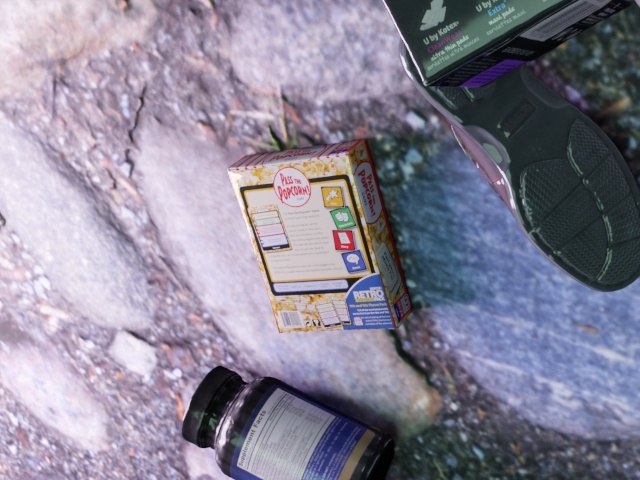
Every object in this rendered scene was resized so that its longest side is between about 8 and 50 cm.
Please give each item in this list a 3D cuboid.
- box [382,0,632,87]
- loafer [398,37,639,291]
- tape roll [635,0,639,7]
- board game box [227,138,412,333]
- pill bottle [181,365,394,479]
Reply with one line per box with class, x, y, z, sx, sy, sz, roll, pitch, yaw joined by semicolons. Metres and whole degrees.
box;0.100;-0.265;0.839;0.143;0.165;0.270;-29;85;23
loafer;0.183;-0.087;0.996;0.109;0.095;0.302;-40;97;6
tape roll;0.338;-0.200;0.742;0.246;0.246;0.169;-35;95;36
board game box;0.000;0.000;1.151;0.146;0.045;0.193;-4;112;30
pill bottle;-0.038;0.226;1.240;0.219;0.123;0.123;24;123;17
